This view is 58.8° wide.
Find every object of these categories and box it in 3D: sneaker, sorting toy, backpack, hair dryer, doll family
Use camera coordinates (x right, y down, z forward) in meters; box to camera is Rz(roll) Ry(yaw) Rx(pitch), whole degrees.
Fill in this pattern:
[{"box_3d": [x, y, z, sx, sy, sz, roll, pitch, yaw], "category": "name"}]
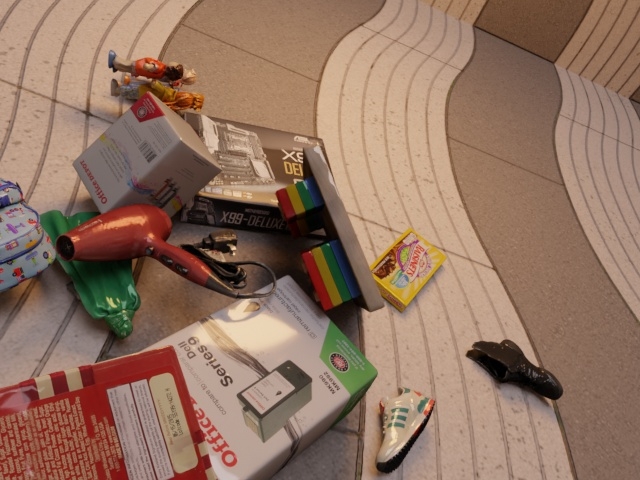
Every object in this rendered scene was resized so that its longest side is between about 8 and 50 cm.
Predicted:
[{"box_3d": [0.360, 0.245, 1.055, 0.089, 0.051, 0.170, -22, 57, -42], "category": "sneaker"}, {"box_3d": [0.000, 0.000, 0.932, 0.089, 0.255, 0.257, -22, 87, -3], "category": "sorting toy"}, {"box_3d": [-0.458, -0.010, 0.770, 0.173, 0.117, 0.158, 28, 37, 24], "category": "backpack"}, {"box_3d": [-0.222, 0.006, 0.820, 0.293, 0.080, 0.223, 4, 16, -28], "category": "hair dryer"}, {"box_3d": [-0.327, -0.308, 1.172, 0.163, 0.119, 0.263, 9, 12, -5], "category": "doll family"}, {"box_3d": [0.113, 0.286, 0.877, 0.075, 0.057, 0.161, 28, 39, 24], "category": "sneaker"}]

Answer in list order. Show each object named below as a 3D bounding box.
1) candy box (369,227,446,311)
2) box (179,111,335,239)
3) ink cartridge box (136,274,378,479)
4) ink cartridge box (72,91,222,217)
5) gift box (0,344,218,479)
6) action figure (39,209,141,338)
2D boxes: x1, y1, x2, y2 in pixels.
[{"box_3d": [0.174, 0.054, 1.156, 0.105, 0.027, 0.206, 41, 43, 9], "category": "candy box"}, {"box_3d": [-0.123, -0.128, 1.132, 0.307, 0.077, 0.243, 7, 46, -22], "category": "box"}, {"box_3d": [-0.095, 0.204, 0.781, 0.211, 0.122, 0.289, 45, 43, 19], "category": "ink cartridge box"}, {"box_3d": [-0.284, -0.121, 0.937, 0.128, 0.176, 0.127, 52, 6, 25], "category": "ink cartridge box"}, {"box_3d": [-0.231, 0.263, 0.521, 0.276, 0.258, 0.255, -1, 66, -44], "category": "gift box"}, {"box_3d": [-0.330, 0.050, 0.848, 0.137, 0.064, 0.232, -9, 50, -38], "category": "action figure"}]
